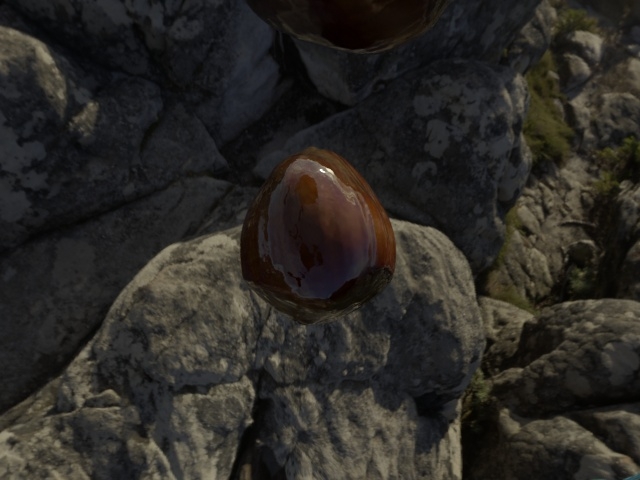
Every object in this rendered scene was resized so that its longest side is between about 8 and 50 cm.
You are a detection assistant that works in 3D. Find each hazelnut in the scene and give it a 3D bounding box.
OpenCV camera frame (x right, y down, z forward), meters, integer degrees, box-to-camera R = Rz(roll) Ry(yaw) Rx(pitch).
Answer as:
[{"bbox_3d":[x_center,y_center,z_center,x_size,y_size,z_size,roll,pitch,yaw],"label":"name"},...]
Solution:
[{"bbox_3d":[0.021,-0.222,0.341,0.178,0.178,0.204,38,29,12],"label":"hazelnut"},{"bbox_3d":[-0.009,0.000,0.550,0.210,0.210,0.186,49,115,16],"label":"hazelnut"}]

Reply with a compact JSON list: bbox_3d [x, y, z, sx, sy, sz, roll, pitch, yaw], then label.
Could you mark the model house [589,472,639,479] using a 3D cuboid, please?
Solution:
[{"bbox_3d":[0.299,0.373,0.429,0.216,0.303,0.237,-7,55,-29],"label":"model house"}]
